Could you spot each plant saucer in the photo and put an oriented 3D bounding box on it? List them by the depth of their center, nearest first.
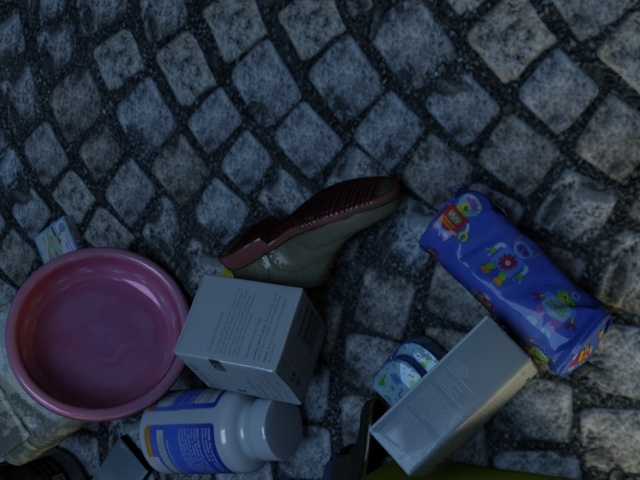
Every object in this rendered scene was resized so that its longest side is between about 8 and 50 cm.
[{"bbox_3d":[-0.402,0.176,1.776,0.332,0.332,0.084,53,156,16],"label":"plant saucer"}]

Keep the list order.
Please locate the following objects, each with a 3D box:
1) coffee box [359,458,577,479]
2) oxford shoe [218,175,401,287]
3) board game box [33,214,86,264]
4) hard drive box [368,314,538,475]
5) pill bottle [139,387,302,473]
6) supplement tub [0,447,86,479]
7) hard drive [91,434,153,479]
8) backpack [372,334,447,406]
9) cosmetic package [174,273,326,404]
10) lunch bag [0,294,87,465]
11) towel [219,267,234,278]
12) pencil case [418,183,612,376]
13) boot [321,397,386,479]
[{"bbox_3d":[0.188,0.529,1.390,0.338,0.338,0.334,0,96,32],"label":"coffee box"},{"bbox_3d":[0.000,0.000,1.601,0.348,0.123,0.130,-23,110,31],"label":"oxford shoe"},{"bbox_3d":[-0.514,0.040,1.963,0.103,0.026,0.154,-30,80,32],"label":"board game box"},{"bbox_3d":[0.198,0.229,1.397,0.232,0.181,0.089,-44,70,2],"label":"hard drive box"},{"bbox_3d":[-0.173,0.334,1.708,0.272,0.152,0.152,-9,91,33],"label":"pill bottle"},{"bbox_3d":[-0.640,0.551,1.920,0.207,0.338,0.207,4,97,32],"label":"supplement tub"},{"bbox_3d":[-0.397,0.468,1.943,0.094,0.022,0.135,45,116,20],"label":"hard drive"},{"bbox_3d":[0.147,0.215,1.530,0.105,0.084,0.114,42,112,18],"label":"backpack"},{"bbox_3d":[-0.111,0.163,1.600,0.184,0.151,0.151,7,62,23],"label":"cosmetic package"},{"bbox_3d":[-0.542,0.250,1.892,0.256,0.212,0.305,-37,82,25],"label":"lunch bag"},{"bbox_3d":[-0.113,0.158,1.728,0.237,0.021,0.102,42,110,22],"label":"towel"},{"bbox_3d":[0.284,0.054,1.405,0.133,0.119,0.306,-41,69,-11],"label":"pencil case"},{"bbox_3d":[0.051,0.359,1.611,0.106,0.082,0.219,9,102,29],"label":"boot"}]
